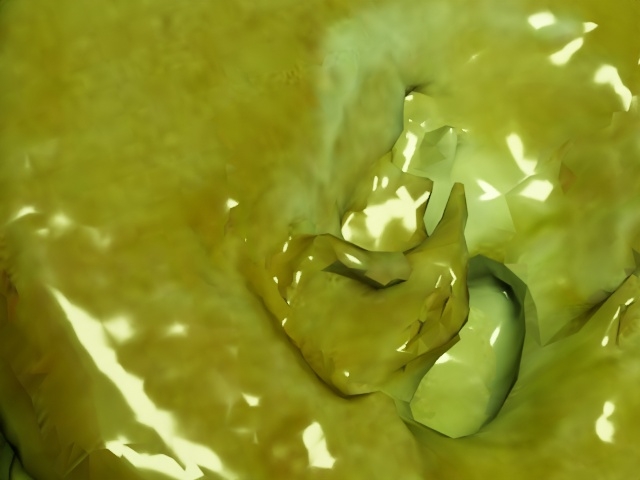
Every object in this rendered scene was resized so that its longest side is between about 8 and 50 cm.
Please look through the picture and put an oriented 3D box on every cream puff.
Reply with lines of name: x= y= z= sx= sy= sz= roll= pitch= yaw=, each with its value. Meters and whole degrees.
cream puff: x=0.000 y=0.000 z=0.485 sx=0.343 sy=0.231 sz=0.327 roll=33 pitch=68 yaw=-9
